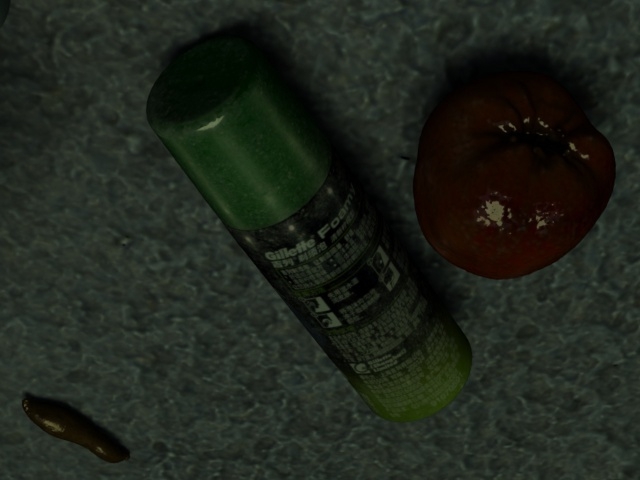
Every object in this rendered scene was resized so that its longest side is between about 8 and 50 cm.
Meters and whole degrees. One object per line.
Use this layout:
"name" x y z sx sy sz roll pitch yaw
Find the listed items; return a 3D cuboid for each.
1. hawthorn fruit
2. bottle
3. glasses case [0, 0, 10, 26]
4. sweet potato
"hawthorn fruit" 0.124 -0.039 1.088 0.133 0.133 0.138 12 151 -12
"bottle" 0.000 0.000 1.145 0.093 0.093 0.330 -20 133 19
"glasses case" -0.223 -0.198 0.958 0.045 0.067 0.178 -8 135 12
"sweet potato" -0.198 0.159 1.359 0.026 0.026 0.115 -34 127 30
